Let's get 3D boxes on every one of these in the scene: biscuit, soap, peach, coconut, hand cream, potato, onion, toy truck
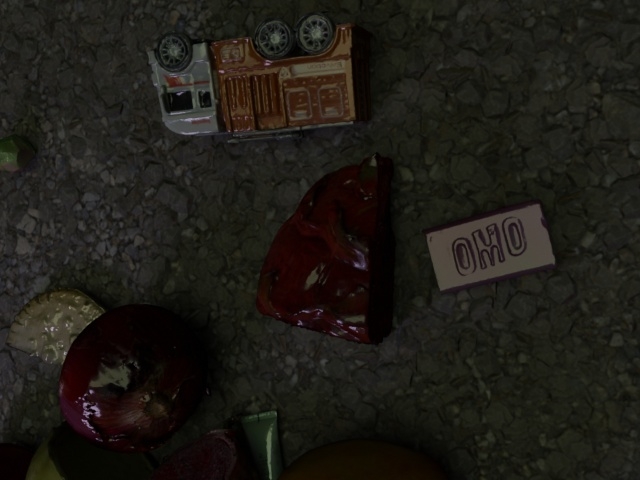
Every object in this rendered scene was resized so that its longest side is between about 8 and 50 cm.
[{"bbox_3d":[-0.523,0.184,1.491,0.281,0.084,0.179,9,93,19],"label":"biscuit"},{"bbox_3d":[0.286,0.012,1.228,0.203,0.065,0.122,-16,85,19],"label":"soap"},{"bbox_3d":[0.074,0.464,1.187,0.333,0.308,0.307,-12,86,-13],"label":"peach"},{"bbox_3d":[-0.656,-0.180,1.537,0.081,0.082,0.083,-33,78,12],"label":"coconut"},{"bbox_3d":[-0.098,0.428,1.369,0.078,0.050,0.204,-15,81,21],"label":"hand cream"},{"bbox_3d":[-0.449,0.485,1.348,0.213,0.280,0.330,-44,75,6],"label":"potato"},{"bbox_3d":[-0.345,0.249,1.333,0.276,0.276,0.276,0,90,19],"label":"onion"},{"bbox_3d":[-0.104,-0.280,1.305,0.388,0.173,0.206,-3,98,16],"label":"toy truck"}]

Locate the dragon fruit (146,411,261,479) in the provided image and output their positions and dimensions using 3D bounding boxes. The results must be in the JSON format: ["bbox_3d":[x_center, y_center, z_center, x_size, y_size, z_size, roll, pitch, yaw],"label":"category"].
[{"bbox_3d":[-0.193,0.457,1.303,0.211,0.282,0.147,-3,124,37],"label":"dragon fruit"}]

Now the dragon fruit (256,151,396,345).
[{"bbox_3d":[-0.004,0.000,1.242,0.286,0.228,0.329,10,95,20],"label":"dragon fruit"}]

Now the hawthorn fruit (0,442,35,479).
[{"bbox_3d":[-0.665,0.508,1.448,0.224,0.261,0.224,-10,58,16],"label":"hawthorn fruit"}]
